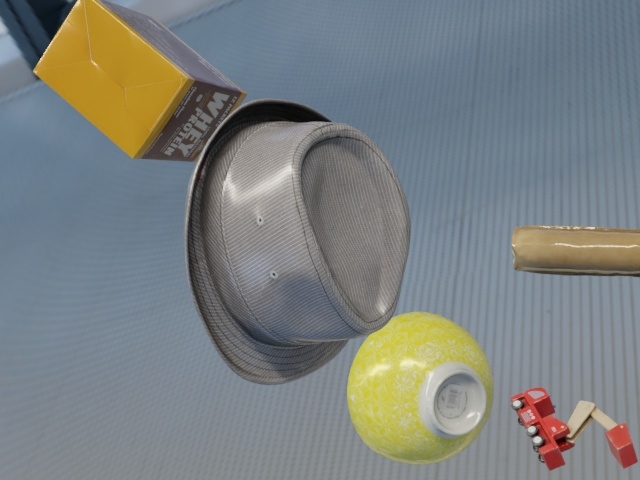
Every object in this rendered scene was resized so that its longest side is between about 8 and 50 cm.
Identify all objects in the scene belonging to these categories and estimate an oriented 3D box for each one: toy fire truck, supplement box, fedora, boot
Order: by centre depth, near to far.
[{"bbox_3d":[0.000,0.000,0.841,0.244,0.275,0.124,-13,7,-41],"label":"fedora"},{"bbox_3d":[0.389,0.018,1.208,0.270,0.236,0.089,3,85,19],"label":"boot"},{"bbox_3d":[-0.240,-0.215,1.245,0.191,0.194,0.129,40,104,12],"label":"supplement box"},{"bbox_3d":[0.388,0.287,1.403,0.135,0.047,0.192,-25,31,3],"label":"toy fire truck"}]

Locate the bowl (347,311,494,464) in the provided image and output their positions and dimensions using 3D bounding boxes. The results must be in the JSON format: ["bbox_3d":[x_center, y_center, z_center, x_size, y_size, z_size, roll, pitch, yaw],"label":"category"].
[{"bbox_3d":[0.211,0.278,1.640,0.289,0.289,0.156,-51,20,-15],"label":"bowl"}]
